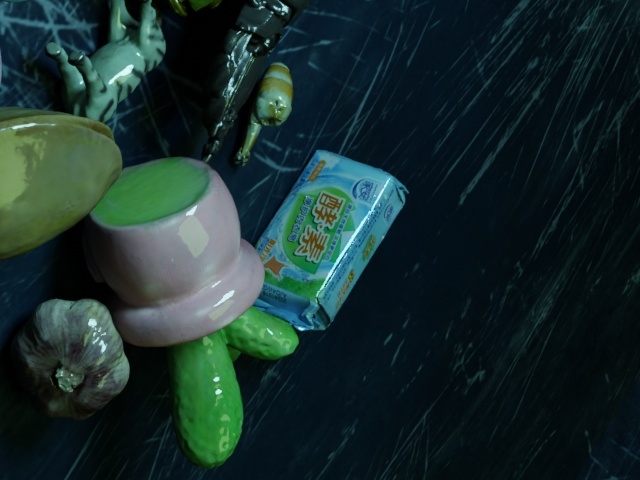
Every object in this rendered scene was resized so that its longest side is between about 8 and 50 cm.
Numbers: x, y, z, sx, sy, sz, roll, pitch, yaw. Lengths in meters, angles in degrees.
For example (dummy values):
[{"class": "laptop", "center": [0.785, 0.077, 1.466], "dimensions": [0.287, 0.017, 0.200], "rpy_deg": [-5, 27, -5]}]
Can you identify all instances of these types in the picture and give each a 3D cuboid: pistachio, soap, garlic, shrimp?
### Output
[{"class": "pistachio", "center": [-0.335, -0.072, 1.837], "dimensions": [0.261, 0.162, 0.212], "rpy_deg": [-24, 166, -27]}, {"class": "soap", "center": [0.000, 0.000, 2.380], "dimensions": [0.293, 0.156, 0.077], "rpy_deg": [-59, 146, -17]}, {"class": "garlic", "center": [-0.305, 0.147, 2.039], "dimensions": [0.102, 0.147, 0.159], "rpy_deg": [-67, 175, -65]}, {"class": "shrimp", "center": [-0.083, -0.155, 2.222], "dimensions": [0.161, 0.049, 0.166], "rpy_deg": [-91, -155, -61]}]

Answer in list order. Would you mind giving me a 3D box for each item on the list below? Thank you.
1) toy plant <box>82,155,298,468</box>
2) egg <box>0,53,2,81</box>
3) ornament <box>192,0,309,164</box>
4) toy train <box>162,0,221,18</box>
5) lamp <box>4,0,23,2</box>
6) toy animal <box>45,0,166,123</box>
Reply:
[{"class": "toy plant", "center": [-0.164, 0.067, 2.139], "dimensions": [0.317, 0.211, 0.356], "rpy_deg": [-97, 165, -60]}, {"class": "egg", "center": [-0.419, -0.197, 1.653], "dimensions": [0.271, 0.196, 0.196], "rpy_deg": [30, 81, -47]}, {"class": "ornament", "center": [-0.109, -0.215, 2.086], "dimensions": [0.260, 0.106, 0.251], "rpy_deg": [-65, -175, -7]}, {"class": "toy train", "center": [-0.183, -0.360, 1.959], "dimensions": [0.090, 0.137, 0.225], "rpy_deg": [-29, 148, 7]}, {"class": "lamp", "center": [-0.315, -0.361, 1.643], "dimensions": [0.209, 0.147, 0.284], "rpy_deg": [-46, 132, -26]}, {"class": "toy animal", "center": [-0.266, -0.191, 1.973], "dimensions": [0.255, 0.090, 0.170], "rpy_deg": [-61, 157, -4]}]
